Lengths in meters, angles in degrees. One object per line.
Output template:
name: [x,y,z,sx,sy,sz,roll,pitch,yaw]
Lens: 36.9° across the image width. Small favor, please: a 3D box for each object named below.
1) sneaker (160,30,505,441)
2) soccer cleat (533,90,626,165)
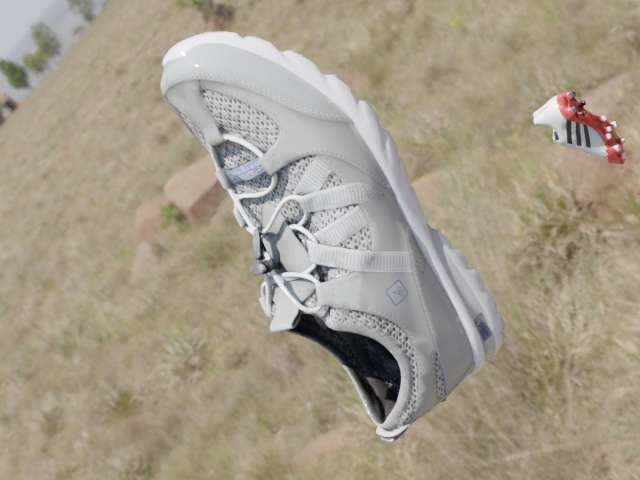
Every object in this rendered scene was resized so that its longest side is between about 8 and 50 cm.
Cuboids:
sneaker: [0.000,0.000,0.571,0.115,0.281,0.105,-49,15,-29]
soccer cleat: [0.186,-0.076,0.681,0.035,0.083,0.029,-27,46,41]
